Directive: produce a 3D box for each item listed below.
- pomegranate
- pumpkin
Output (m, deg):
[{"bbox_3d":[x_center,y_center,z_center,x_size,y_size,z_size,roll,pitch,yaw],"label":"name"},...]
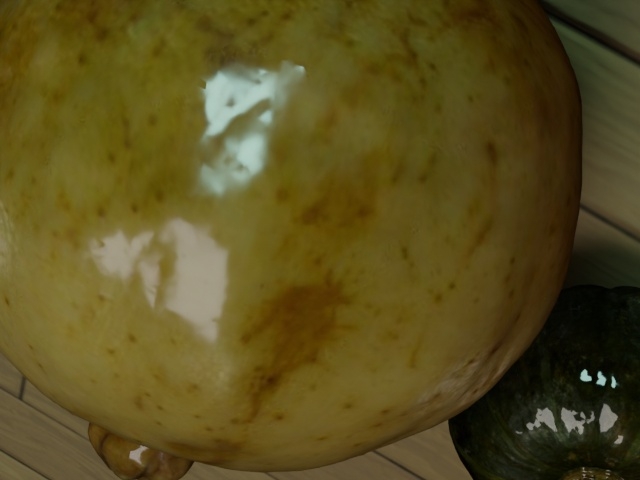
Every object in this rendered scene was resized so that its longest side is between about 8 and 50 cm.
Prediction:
[{"bbox_3d":[-0.043,-0.018,0.957,0.410,0.410,0.410,21,142,17],"label":"pomegranate"},{"bbox_3d":[0.202,0.123,1.136,0.224,0.157,0.223,7,138,7],"label":"pumpkin"}]
